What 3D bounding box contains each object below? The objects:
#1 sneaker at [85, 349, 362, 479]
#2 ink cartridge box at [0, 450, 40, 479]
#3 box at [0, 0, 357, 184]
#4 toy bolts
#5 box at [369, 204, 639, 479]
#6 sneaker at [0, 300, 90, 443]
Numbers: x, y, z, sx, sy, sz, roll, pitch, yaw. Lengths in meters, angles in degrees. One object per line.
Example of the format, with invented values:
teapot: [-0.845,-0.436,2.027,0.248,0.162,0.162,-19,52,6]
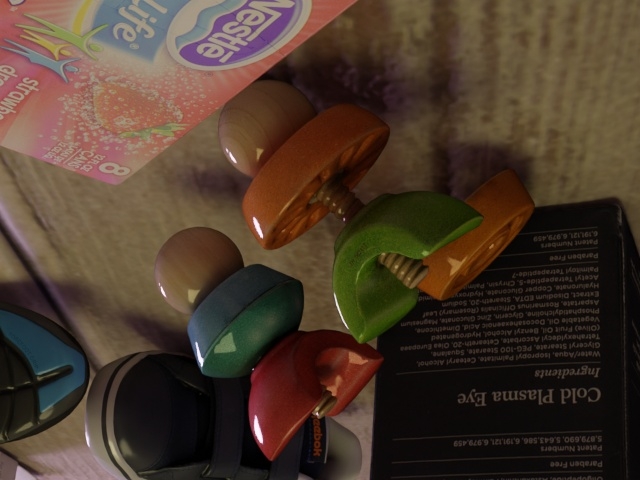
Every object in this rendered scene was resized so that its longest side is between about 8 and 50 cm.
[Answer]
sneaker: [-0.073,0.169,1.210,0.128,0.126,0.321,-6,163,28]
ink cartridge box: [-0.475,0.271,1.467,0.207,0.119,0.353,-5,153,17]
box: [-0.060,-0.156,0.506,0.142,0.154,0.300,20,149,-30]
toy bolts: [0.000,0.000,0.863,0.228,0.158,0.218,-53,164,30]
box: [0.169,0.191,1.007,0.179,0.312,0.343,-6,152,19]
sneaker: [-0.307,0.124,1.183,0.341,0.125,0.140,-12,167,39]
